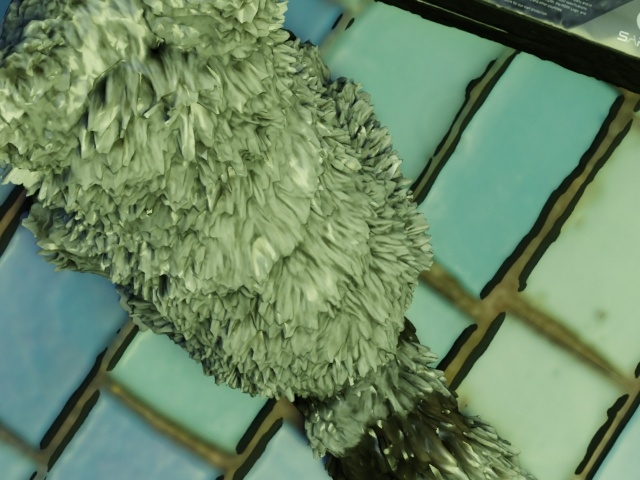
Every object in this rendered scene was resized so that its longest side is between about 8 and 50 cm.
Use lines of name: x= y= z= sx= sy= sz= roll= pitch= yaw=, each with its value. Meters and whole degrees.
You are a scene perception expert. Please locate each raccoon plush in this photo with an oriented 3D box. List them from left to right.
raccoon plush: x=0.000 y=0.000 z=0.805 sx=0.446 sy=0.299 sz=0.216 roll=37 pitch=86 yaw=2

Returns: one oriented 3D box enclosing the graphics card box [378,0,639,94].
graphics card box: x=0.181 y=-0.300 z=0.934 sx=0.232 sy=0.094 sz=0.371 roll=19 pitch=85 yaw=1
